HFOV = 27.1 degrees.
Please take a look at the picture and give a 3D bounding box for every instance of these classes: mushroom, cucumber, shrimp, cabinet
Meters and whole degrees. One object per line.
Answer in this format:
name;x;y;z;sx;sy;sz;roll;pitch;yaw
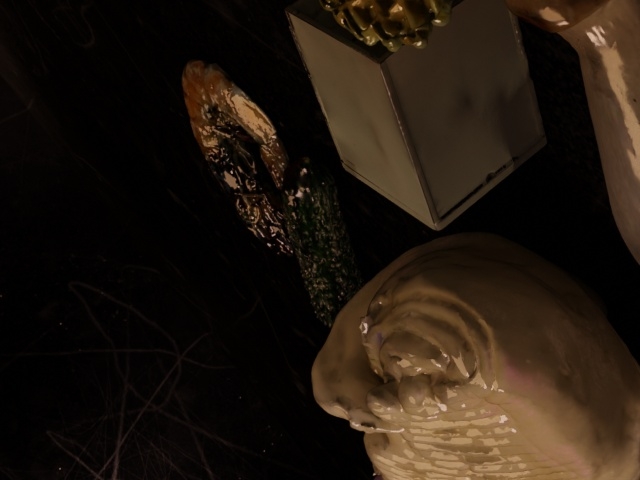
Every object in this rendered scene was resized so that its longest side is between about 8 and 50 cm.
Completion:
mushroom;0.260;-0.082;0.958;0.159;0.122;0.328;-20;113;36
cucumber;0.000;0.000;1.923;0.096;0.096;0.359;41;163;34
shrimp;-0.103;-0.117;2.020;0.233;0.071;0.364;16;137;57
cabinet;0.087;-0.150;1.201;0.150;0.145;0.206;38;160;42

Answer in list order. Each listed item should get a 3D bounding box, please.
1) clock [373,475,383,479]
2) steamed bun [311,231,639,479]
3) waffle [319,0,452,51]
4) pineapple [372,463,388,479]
clock;0.242;0.457;2.137;0.338;0.102;0.338;39;-179;0
steamed bun;0.178;0.131;1.401;0.352;0.247;0.339;37;148;-30
waffle;0.064;-0.244;1.054;0.169;0.036;0.183;35;114;46
pineapple;0.279;0.346;1.873;0.344;0.286;0.209;52;122;25
